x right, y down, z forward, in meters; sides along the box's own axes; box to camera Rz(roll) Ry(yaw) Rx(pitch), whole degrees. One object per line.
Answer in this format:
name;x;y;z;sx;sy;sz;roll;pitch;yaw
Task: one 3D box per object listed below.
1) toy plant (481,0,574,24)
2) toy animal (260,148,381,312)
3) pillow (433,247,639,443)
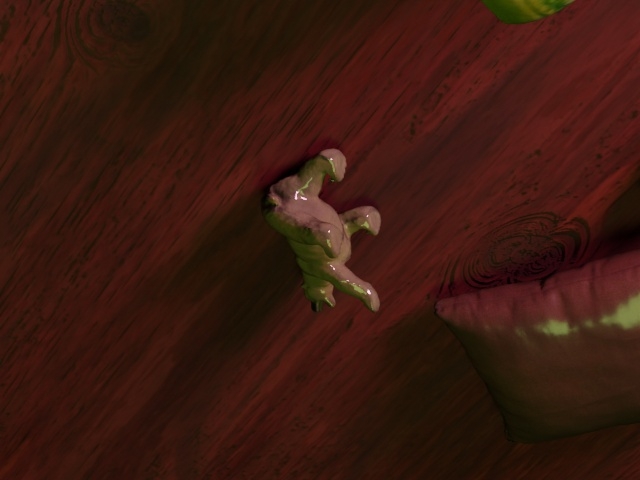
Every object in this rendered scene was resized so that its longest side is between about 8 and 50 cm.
toy plant;0.240;-0.325;1.599;0.316;0.184;0.224;-35;118;15
toy animal;0.000;0.000;2.038;0.101;0.103;0.219;-2;149;23
pillow;0.316;0.125;2.241;0.305;0.108;0.308;-15;140;15
